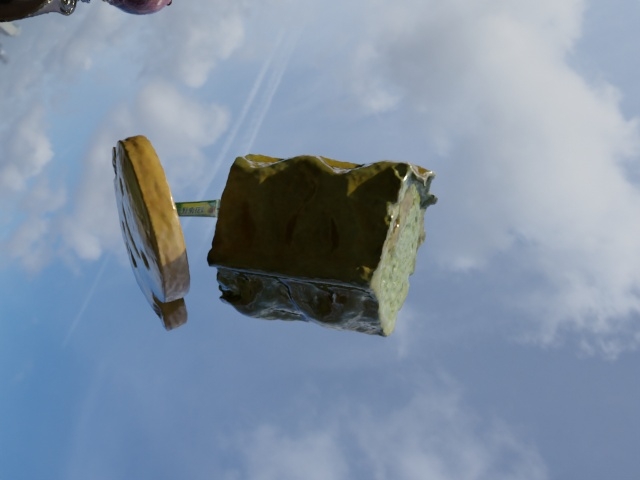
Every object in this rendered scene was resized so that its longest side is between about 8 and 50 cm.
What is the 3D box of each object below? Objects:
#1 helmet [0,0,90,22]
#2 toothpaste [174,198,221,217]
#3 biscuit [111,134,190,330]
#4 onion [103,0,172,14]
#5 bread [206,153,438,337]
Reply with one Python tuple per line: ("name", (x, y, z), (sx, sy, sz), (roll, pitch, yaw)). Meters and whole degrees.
("helmet", (-0.617, -0.568, 1.207), (0.305, 0.224, 0.177), (-83, 179, -59))
("toothpaste", (-0.328, -0.073, 1.354), (0.031, 0.204, 0.049), (-128, -139, -53))
("biscuit", (-0.241, -0.009, 0.806), (0.052, 0.276, 0.355), (-17, 177, -21))
("onion", (-0.418, -0.571, 1.293), (0.159, 0.160, 0.195), (-5, -147, 46))
("bread", (0.000, 0.005, 0.760), (0.251, 0.196, 0.239), (15, -96, 19))
